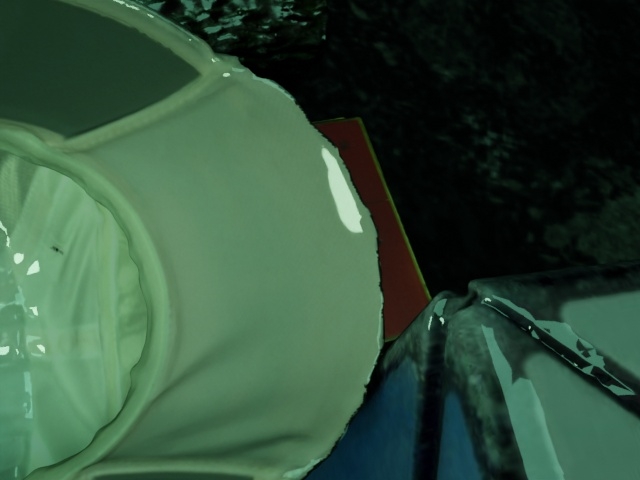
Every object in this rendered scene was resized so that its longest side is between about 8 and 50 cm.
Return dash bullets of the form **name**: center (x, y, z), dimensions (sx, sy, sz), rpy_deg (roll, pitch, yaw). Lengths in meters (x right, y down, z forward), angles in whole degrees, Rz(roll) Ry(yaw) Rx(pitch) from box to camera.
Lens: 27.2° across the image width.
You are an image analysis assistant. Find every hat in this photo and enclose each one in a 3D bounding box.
- **hat**: center (-0.105, 0.025, 0.511), dimensions (0.161, 0.275, 0.232), rpy_deg (4, 77, -63)

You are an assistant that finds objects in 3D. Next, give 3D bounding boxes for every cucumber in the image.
- **cucumber**: center (-0.137, -0.100, 0.669), dimensions (0.294, 0.067, 0.067), rpy_deg (-10, 67, -23)

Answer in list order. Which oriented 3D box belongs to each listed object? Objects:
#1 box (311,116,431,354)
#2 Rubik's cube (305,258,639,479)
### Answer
- **box**: center (0.000, 0.000, 0.687), dimensions (0.090, 0.023, 0.133), rpy_deg (-10, 66, -21)
- **Rubik's cube**: center (0.146, 0.162, 0.517), dimensions (0.255, 0.259, 0.260), rpy_deg (-6, 69, -21)
